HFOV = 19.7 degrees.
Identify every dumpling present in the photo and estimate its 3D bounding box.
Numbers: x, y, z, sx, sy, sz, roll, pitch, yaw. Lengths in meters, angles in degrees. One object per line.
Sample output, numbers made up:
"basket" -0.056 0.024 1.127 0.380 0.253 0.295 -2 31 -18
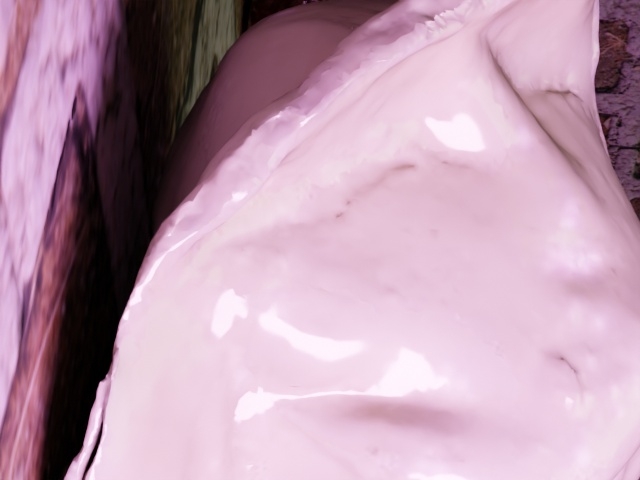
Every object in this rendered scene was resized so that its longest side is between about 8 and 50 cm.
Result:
"dumpling" -0.006 0.065 0.682 0.315 0.233 0.395 -15 128 -53

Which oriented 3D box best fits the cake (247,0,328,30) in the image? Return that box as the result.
"cake" 0.032 -0.219 1.073 0.112 0.135 0.246 -26 120 -85
